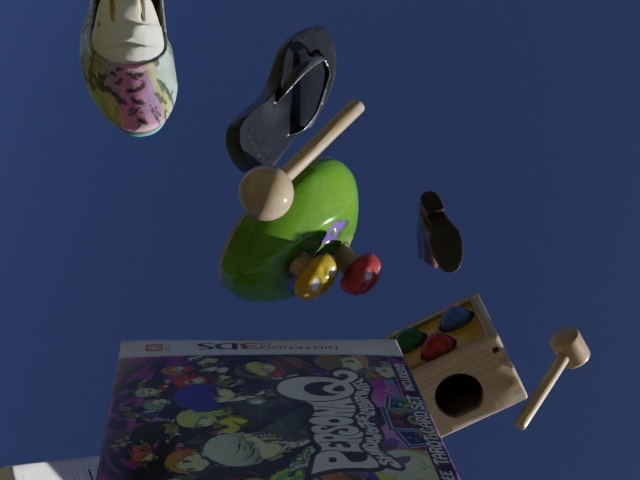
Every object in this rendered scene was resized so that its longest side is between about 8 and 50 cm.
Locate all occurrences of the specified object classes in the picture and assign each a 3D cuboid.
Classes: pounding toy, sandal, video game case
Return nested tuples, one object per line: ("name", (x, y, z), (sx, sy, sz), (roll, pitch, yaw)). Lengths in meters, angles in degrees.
("pounding toy", (0.000, 0.000, 1.022), (0.183, 0.237, 0.110), (-35, -116, -28))
("sandal", (-0.031, -0.175, 1.244), (0.054, 0.097, 0.255), (-7, -139, 37))
("video game case", (-0.032, 0.126, 0.641), (0.232, 0.210, 0.042), (-108, -160, -70))
("pounding toy", (0.175, 0.125, 1.061), (0.206, 0.094, 0.181), (-26, -164, 7))

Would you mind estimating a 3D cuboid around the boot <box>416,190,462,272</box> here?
("boot", (0.135, 0.012, 1.157), (0.037, 0.114, 0.107), (-9, -118, -5))

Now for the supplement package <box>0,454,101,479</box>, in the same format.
("supplement package", (-0.204, 0.239, 0.717), (0.139, 0.244, 0.134), (-21, -103, 7))

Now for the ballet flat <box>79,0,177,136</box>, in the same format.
("ballet flat", (-0.157, -0.186, 0.809), (0.079, 0.076, 0.222), (107, -22, -48))
